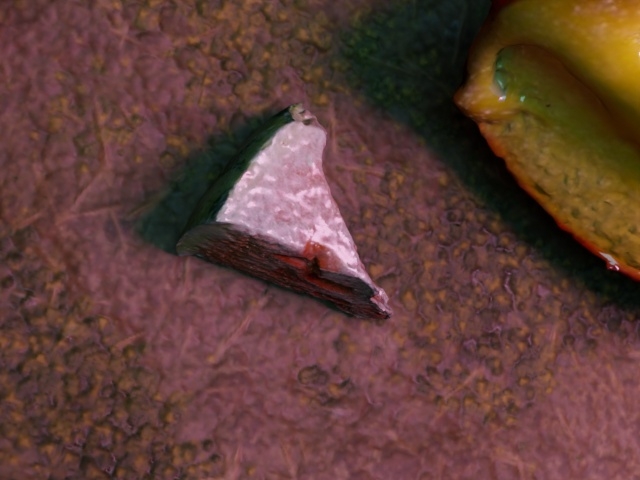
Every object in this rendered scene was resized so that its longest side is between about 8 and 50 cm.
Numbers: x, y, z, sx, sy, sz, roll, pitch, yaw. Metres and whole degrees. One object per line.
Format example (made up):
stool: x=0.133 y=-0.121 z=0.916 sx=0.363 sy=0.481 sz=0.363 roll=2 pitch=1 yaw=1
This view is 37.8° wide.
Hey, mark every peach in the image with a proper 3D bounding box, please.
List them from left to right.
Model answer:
peach: x=0.249 y=-0.085 z=0.578 sx=0.338 sy=0.281 sz=0.281 roll=3 pitch=85 yaw=-23

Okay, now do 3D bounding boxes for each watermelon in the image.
watermelon: x=-0.024 y=0.002 z=0.596 sx=0.121 sy=0.098 sz=0.158 roll=-25 pitch=96 yaw=-14
